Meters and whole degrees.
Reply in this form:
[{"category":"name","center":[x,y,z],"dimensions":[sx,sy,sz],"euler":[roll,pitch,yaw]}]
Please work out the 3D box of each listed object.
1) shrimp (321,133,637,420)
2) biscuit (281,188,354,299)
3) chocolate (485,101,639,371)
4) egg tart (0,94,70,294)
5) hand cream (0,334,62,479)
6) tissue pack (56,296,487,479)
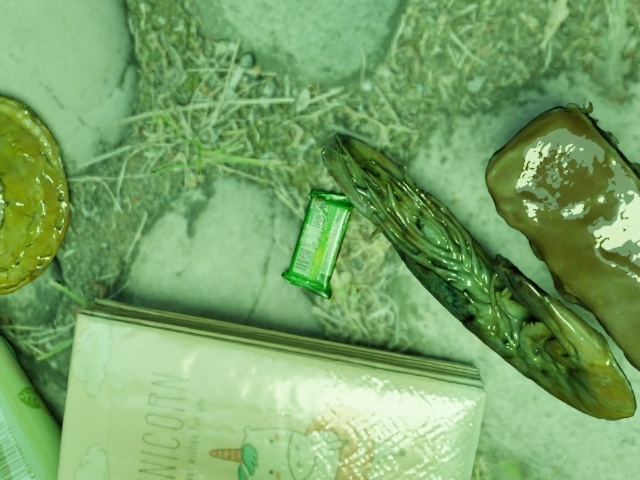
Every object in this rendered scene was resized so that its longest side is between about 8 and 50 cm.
[{"category":"shrimp","center":[0.109,0.019,0.610],"dimensions":[0.058,0.169,0.296],"euler":[-44,83,-11]},{"category":"biscuit","center":[0.000,0.000,0.716],"dimensions":[0.046,0.016,0.089],"euler":[20,101,12]},{"category":"chocolate","center":[0.208,0.008,0.589],"dimensions":[0.093,0.148,0.214],"euler":[-39,82,22]},{"category":"egg tart","center":[-0.315,-0.040,0.779],"dimensions":[0.191,0.074,0.191],"euler":[2,98,14]},{"category":"hand cream","center":[-0.291,0.176,0.781],"dimensions":[0.147,0.093,0.306],"euler":[-38,83,45]},{"category":"tissue pack","center":[-0.044,0.158,0.688],"dimensions":[0.325,0.071,0.170],"euler":[10,100,4]}]
